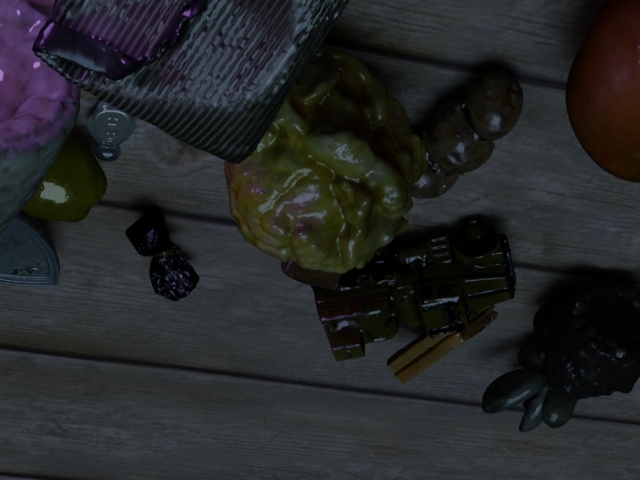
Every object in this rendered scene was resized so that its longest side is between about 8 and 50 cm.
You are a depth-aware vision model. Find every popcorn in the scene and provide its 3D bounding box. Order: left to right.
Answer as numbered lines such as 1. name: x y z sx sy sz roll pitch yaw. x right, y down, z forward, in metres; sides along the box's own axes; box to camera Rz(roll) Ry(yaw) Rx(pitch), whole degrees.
1. popcorn: 0.009 -0.081 1.829 0.212 0.259 0.259 43 137 10

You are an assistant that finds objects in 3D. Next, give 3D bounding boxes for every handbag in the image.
1. handbag: -0.122 -0.265 1.570 0.240 0.247 0.341 17 124 -28

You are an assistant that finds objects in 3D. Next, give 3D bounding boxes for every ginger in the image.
1. ginger: 0.157 -0.120 1.932 0.104 0.080 0.204 30 133 -30

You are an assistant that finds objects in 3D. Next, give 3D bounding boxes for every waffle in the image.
1. waffle: 0.164 0.131 2.243 0.102 0.042 0.148 -29 172 -46

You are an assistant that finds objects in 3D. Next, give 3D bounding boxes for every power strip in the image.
1. power strip: -0.240 -0.130 1.920 0.055 0.035 0.083 4 129 -12

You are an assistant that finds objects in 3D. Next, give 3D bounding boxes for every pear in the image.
1. pear: -0.310 -0.076 1.919 0.131 0.107 0.107 31 134 -9

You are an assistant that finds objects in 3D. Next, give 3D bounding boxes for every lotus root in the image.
1. lotus root: 0.000 0.002 2.046 0.081 0.112 0.122 10 142 -9

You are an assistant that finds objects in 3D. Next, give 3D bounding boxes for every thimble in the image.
1. thimble: -0.390 -0.144 1.691 0.291 0.291 0.195 22 134 -31

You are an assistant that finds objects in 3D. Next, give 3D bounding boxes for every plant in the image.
1. plant: 0.340 0.168 2.274 0.146 0.149 0.274 14 141 -23

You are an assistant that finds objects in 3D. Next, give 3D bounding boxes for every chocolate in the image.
1. chocolate: -0.195 0.014 2.077 0.070 0.072 0.147 -10 148 1

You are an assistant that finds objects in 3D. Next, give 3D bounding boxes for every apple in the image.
1. apple: 0.359 -0.174 1.794 0.210 0.173 0.235 -24 156 -51

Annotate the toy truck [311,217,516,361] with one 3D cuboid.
1. toy truck: 0.122 0.065 2.135 0.257 0.127 0.127 -14 141 6

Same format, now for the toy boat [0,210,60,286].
1. toy boat: -0.430 -0.018 1.986 0.141 0.092 0.319 -29 138 30
